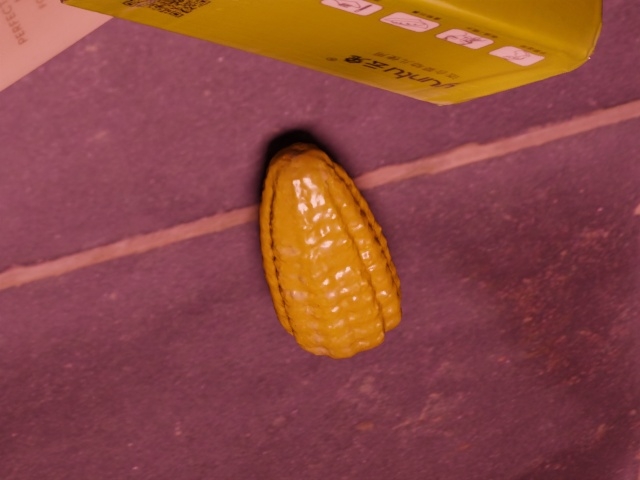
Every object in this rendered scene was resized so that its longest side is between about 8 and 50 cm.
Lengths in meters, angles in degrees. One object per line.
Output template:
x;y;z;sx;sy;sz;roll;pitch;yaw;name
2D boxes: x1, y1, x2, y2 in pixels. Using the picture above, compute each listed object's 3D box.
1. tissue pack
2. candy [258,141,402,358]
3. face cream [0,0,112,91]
0.011;-0.209;0.865;0.274;0.200;0.167;11;167;-36;tissue pack
0.000;0.000;1.210;0.106;0.094;0.199;-20;133;-3;candy
-0.274;-0.120;0.873;0.348;0.081;0.173;-35;134;-13;face cream
